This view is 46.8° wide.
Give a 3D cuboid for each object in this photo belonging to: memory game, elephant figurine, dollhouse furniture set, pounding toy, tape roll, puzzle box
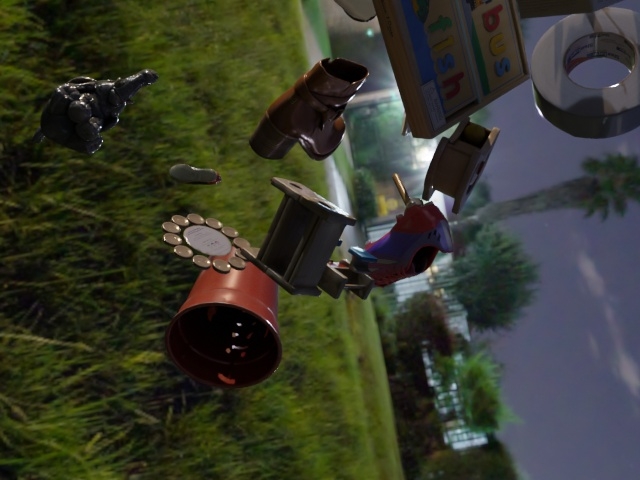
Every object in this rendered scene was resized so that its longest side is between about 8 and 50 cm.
[{"bbox_3d":[-0.219,0.005,1.429,0.186,0.186,0.012,-99,-150,-57],"label":"memory game"},{"bbox_3d":[-0.518,-0.312,1.709,0.239,0.186,0.169,-60,174,-48],"label":"elephant figurine"},{"bbox_3d":[0.000,0.000,1.119,0.183,0.129,0.129,9,111,-51],"label":"dollhouse furniture set"},{"bbox_3d":[0.224,-0.151,1.384,0.269,0.154,0.154,-53,162,-40],"label":"pounding toy"},{"bbox_3d":[0.468,-0.282,1.241,0.072,0.219,0.219,52,25,-59],"label":"tape roll"},{"bbox_3d":[0.210,-0.408,1.227,0.052,0.272,0.409,17,-46,53],"label":"puzzle box"}]

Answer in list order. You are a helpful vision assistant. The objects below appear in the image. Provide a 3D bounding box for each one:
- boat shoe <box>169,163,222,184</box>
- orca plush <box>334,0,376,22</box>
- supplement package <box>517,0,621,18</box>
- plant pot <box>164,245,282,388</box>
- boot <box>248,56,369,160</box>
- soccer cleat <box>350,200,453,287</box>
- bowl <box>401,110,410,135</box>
[{"bbox_3d":[-0.321,-0.167,1.901,0.043,0.137,0.049,27,69,-73],"label":"boat shoe"},{"bbox_3d":[0.011,-0.563,1.480,0.287,0.151,0.102,40,-5,-19],"label":"orca plush"},{"bbox_3d":[0.367,-0.484,1.035,0.293,0.177,0.175,70,-12,-19],"label":"supplement package"},{"bbox_3d":[-0.213,0.167,1.796,0.265,0.272,0.273,-83,165,-53],"label":"plant pot"},{"bbox_3d":[0.011,-0.174,0.961,0.073,0.152,0.197,52,34,8],"label":"boot"},{"bbox_3d":[0.119,0.033,1.169,0.248,0.083,0.095,-48,-124,47],"label":"soccer cleat"},{"bbox_3d":[0.246,-0.342,1.442,0.298,0.134,0.298,10,90,-87],"label":"bowl"}]
